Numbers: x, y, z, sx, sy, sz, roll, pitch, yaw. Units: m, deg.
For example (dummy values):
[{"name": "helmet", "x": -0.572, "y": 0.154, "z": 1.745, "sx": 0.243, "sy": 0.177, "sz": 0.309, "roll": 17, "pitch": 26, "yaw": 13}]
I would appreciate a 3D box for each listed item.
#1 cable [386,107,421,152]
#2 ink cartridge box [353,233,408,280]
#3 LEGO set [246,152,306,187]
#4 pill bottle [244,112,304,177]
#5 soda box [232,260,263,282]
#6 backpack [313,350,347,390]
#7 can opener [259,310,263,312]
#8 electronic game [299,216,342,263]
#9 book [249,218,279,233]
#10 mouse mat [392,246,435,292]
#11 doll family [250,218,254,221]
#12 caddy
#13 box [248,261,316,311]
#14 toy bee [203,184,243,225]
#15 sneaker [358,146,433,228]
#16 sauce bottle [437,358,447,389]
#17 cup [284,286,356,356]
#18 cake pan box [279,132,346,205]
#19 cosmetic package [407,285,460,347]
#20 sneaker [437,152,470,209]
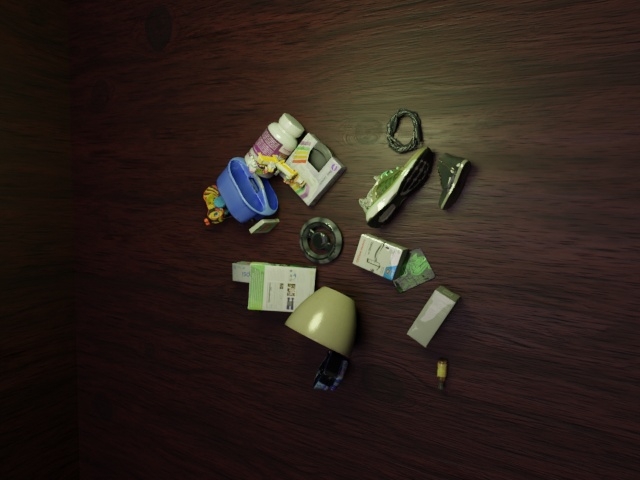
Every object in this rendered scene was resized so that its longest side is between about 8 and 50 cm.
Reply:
[{"name": "cable", "x": 0.355, "y": -0.474, "z": 1.731, "sx": 0.151, "sy": 0.047, "sz": 0.184, "roll": -8, "pitch": 94, "yaw": 33}, {"name": "ink cartridge box", "x": 0.264, "y": 0.071, "z": 1.793, "sx": 0.203, "sy": 0.086, "sz": 0.148, "roll": 22, "pitch": 103, "yaw": 26}, {"name": "LEGO set", "x": -0.216, "y": -0.315, "z": 1.886, "sx": 0.107, "sy": 0.287, "sz": 0.132, "roll": -49, "pitch": 36, "yaw": 35}, {"name": "pill bottle", "x": -0.218, "y": -0.461, "z": 1.951, "sx": 0.301, "sy": 0.169, "sz": 0.169, "roll": -46, "pitch": 74, "yaw": 24}, {"name": "soda box", "x": -0.323, "y": 0.172, "z": 2.105, "sx": 0.287, "sy": 0.091, "sz": 0.097, "roll": 3, "pitch": 98, "yaw": 27}, {"name": "backpack", "x": 0.040, "y": 0.648, "z": 1.931, "sx": 0.117, "sy": 0.158, "sz": 0.173, "roll": 27, "pitch": 121, "yaw": 4}, {"name": "can opener", "x": -0.314, "y": 0.294, "z": 2.095, "sx": 0.059, "sy": 0.073, "sz": 0.186, "roll": 2, "pitch": 126, "yaw": 29}, {"name": "electronic game", "x": 0.000, "y": 0.000, "z": 1.948, "sx": 0.230, "sy": 0.048, "sz": 0.229, "roll": 3, "pitch": 97, "yaw": 25}, {"name": "book", "x": -0.282, "y": -0.076, "z": 2.032, "sx": 0.096, "sy": 0.144, "sz": 0.035, "roll": -35, "pitch": 78, "yaw": 26}, {"name": "mouse mat", "x": 0.394, "y": 0.134, "z": 1.782, "sx": 0.190, "sy": 0.007, "sz": 0.152, "roll": -31, "pitch": 80, "yaw": 25}, {"name": "doll family", "x": -0.410, "y": -0.184, "z": 2.133, "sx": 0.111, "sy": 0.076, "sz": 0.192, "roll": -34, "pitch": 74, "yaw": 30}, {"name": "caddy", "x": -0.353, "y": -0.252, "z": 1.999, "sx": 0.179, "sy": 0.241, "sz": 0.341, "roll": -35, "pitch": 79, "yaw": 34}, {"name": "box", "x": -0.189, "y": 0.233, "z": 1.982, "sx": 0.323, "sy": 0.058, "sz": 0.232, "roll": 4, "pitch": 97, "yaw": -3}, {"name": "toy bee", "x": -0.560, "y": -0.164, "z": 2.135, "sx": 0.298, "sy": 0.162, "sz": 0.195, "roll": 40, "pitch": 154, "yaw": 45}, {"name": "sneaker", "x": 0.303, "y": -0.255, "z": 1.729, "sx": 0.410, "sy": 0.158, "sz": 0.182, "roll": -49, "pitch": 55, "yaw": 17}, {"name": "sauce bottle", "x": 0.524, "y": 0.578, "z": 1.733, "sx": 0.042, "sy": 0.042, "sz": 0.128, "roll": 6, "pitch": 95, "yaw": 27}, {"name": "cup", "x": 0.034, "y": 0.352, "z": 1.841, "sx": 0.331, "sy": 0.331, "sz": 0.236, "roll": 21, "pitch": 78, "yaw": 24}, {"name": "cake pan box", "x": -0.041, "y": -0.342, "z": 1.929, "sx": 0.245, "sy": 0.070, "sz": 0.267, "roll": 49, "pitch": 113, "yaw": 13}, {"name": "cosmetic package", "x": 0.475, "y": 0.317, "z": 1.689, "sx": 0.107, "sy": 0.127, "sz": 0.237, "roll": 32, "pitch": 110, "yaw": 22}, {"name": "sneaker", "x": 0.521, "y": -0.243, "z": 1.654, "sx": 0.118, "sy": 0.083, "sz": 0.221, "roll": 38, "pitch": 118, "yaw": 39}]
